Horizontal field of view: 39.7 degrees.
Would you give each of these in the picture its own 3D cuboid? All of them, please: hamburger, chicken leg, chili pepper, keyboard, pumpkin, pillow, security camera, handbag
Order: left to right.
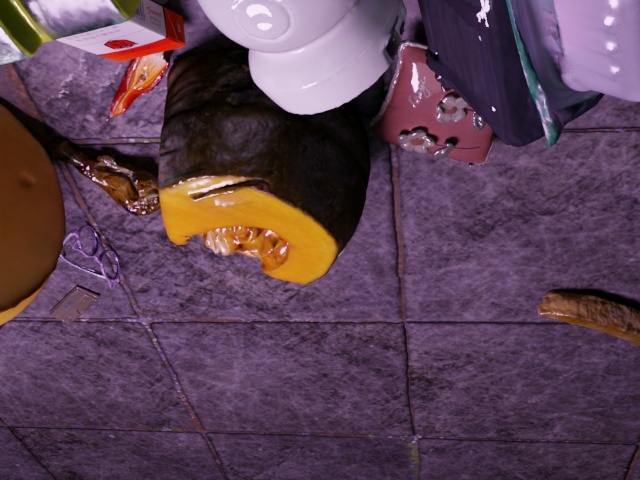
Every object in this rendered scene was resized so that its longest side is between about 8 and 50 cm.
[{"bbox_3d":[-0.564,-0.018,1.214,0.395,0.396,0.277,32,136,-31],"label":"hamburger"},{"bbox_3d":[-0.464,0.122,1.670,0.049,0.015,0.129,31,137,-23],"label":"keyboard"},{"bbox_3d":[-0.309,-0.097,1.313,0.178,0.070,0.093,29,165,-10],"label":"chicken leg"},{"bbox_3d":[-0.243,-0.209,1.178,0.045,0.027,0.178,27,138,-20],"label":"chili pepper"},{"bbox_3d":[-0.074,-0.097,1.159,0.303,0.226,0.256,16,147,-24],"label":"pumpkin"},{"bbox_3d":[-0.037,-0.273,0.931,0.194,0.195,0.236,-17,136,27],"label":"security camera"},{"bbox_3d":[0.160,-0.170,1.135,0.171,0.075,0.179,11,142,-6],"label":"pillow"},{"bbox_3d":[0.201,-0.248,0.940,0.181,0.181,0.254,-30,137,-4],"label":"handbag"}]

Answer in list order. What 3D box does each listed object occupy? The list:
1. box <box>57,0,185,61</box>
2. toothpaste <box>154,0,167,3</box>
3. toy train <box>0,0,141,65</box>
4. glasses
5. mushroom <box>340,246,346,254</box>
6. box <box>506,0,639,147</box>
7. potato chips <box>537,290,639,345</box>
[{"bbox_3d":[-0.239,-0.253,1.042,0.100,0.048,0.152,-6,180,19],"label":"box"},{"bbox_3d":[-0.157,-0.338,0.986,0.062,0.037,0.216,28,143,-22],"label":"toothpaste"},{"bbox_3d":[-0.348,-0.282,0.883,0.441,0.272,0.179,-8,132,19],"label":"toy train"},{"bbox_3d":[-0.414,0.029,1.497,0.103,0.063,0.140,-7,141,19],"label":"glasses"},{"bbox_3d":[0.000,0.000,1.395,0.083,0.068,0.084,9,141,7],"label":"mushroom"},{"bbox_3d":[0.334,-0.257,0.817,0.336,0.106,0.264,-39,139,-6],"label":"box"},{"bbox_3d":[0.562,0.164,1.548,0.406,0.057,0.080,22,154,-22],"label":"potato chips"}]
